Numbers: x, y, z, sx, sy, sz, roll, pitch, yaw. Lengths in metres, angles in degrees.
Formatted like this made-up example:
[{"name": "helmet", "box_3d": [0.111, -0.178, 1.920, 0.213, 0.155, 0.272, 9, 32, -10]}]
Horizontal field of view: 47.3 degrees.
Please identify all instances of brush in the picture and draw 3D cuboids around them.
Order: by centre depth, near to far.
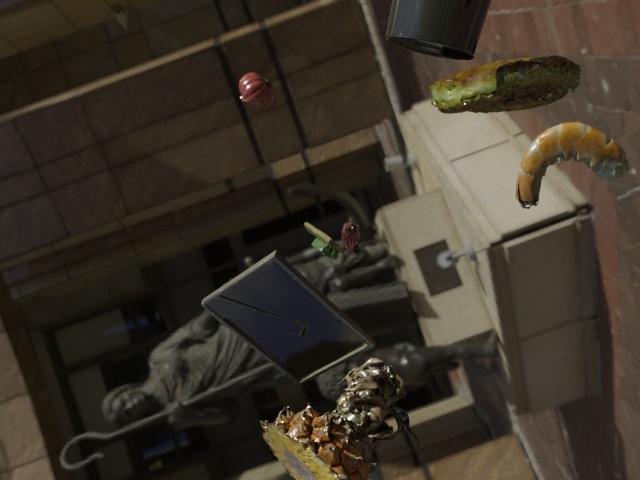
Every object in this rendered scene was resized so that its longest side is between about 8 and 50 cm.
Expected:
[{"name": "brush", "box_3d": [0.000, 0.000, 1.811, 0.054, 0.048, 0.282, 39, 180, -16]}]

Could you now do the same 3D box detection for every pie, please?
[{"name": "pie", "box_3d": [0.413, -0.350, 1.661, 0.355, 0.288, 0.102, -1, 97, 61]}]

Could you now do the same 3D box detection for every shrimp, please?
[{"name": "shrimp", "box_3d": [0.402, -0.105, 1.180, 0.161, 0.166, 0.049, 27, -163, -9]}]

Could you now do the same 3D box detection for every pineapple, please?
[{"name": "pineapple", "box_3d": [0.066, 0.354, 1.417, 0.262, 0.272, 0.262, 35, 149, 25]}]

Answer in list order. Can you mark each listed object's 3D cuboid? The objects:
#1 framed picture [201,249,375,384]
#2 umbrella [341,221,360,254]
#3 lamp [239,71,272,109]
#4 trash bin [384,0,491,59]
[{"name": "framed picture", "box_3d": [-0.056, 0.145, 1.270, 0.260, 0.189, 0.023, 43, -147, -22]}, {"name": "umbrella", "box_3d": [0.044, -0.005, 1.054, 0.165, 0.027, 0.025, 74, -156, -77]}, {"name": "lamp", "box_3d": [-0.178, -0.413, 2.016, 0.107, 0.092, 0.107, 55, -171, -13]}, {"name": "trash bin", "box_3d": [0.243, -0.519, 1.356, 0.214, 0.214, 0.333, -110, 32, -79]}]
